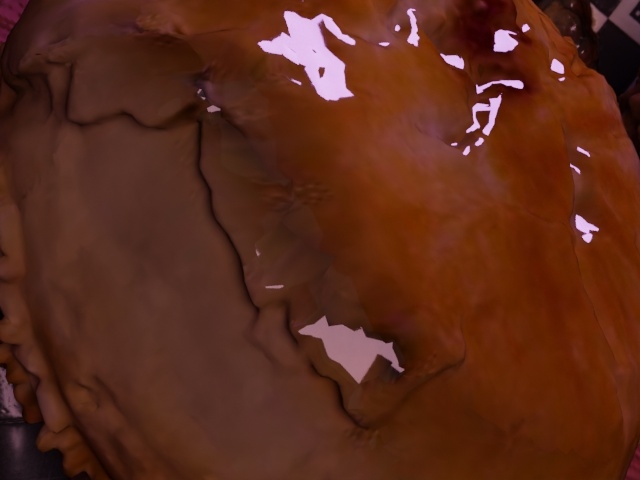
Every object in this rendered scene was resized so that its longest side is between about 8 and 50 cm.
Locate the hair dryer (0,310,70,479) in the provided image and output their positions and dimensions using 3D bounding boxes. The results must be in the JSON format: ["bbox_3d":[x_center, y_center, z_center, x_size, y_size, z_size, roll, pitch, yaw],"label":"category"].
[{"bbox_3d":[-0.208,0.024,0.925,0.272,0.091,0.235,7,77,-65],"label":"hair dryer"}]

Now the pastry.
[{"bbox_3d":[0.000,0.000,0.955,0.409,0.245,0.409,28,47,-35],"label":"pastry"}]

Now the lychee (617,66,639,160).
[{"bbox_3d":[0.287,-0.022,1.103,0.267,0.267,0.267,-1,91,-22],"label":"lychee"}]

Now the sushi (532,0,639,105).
[{"bbox_3d":[0.111,-0.147,1.139,0.210,0.040,0.192,26,97,-21],"label":"sushi"}]
